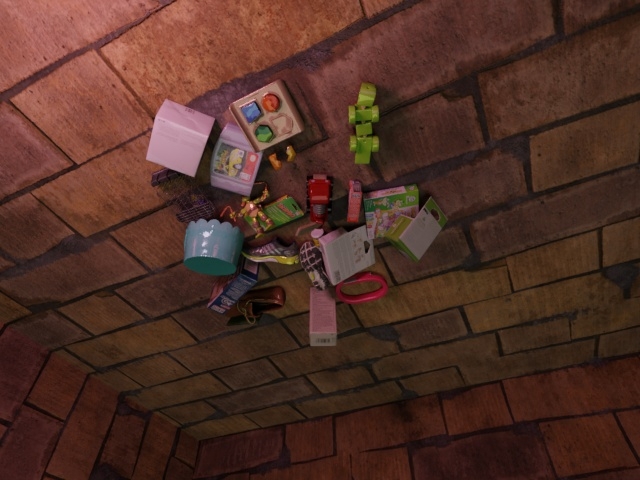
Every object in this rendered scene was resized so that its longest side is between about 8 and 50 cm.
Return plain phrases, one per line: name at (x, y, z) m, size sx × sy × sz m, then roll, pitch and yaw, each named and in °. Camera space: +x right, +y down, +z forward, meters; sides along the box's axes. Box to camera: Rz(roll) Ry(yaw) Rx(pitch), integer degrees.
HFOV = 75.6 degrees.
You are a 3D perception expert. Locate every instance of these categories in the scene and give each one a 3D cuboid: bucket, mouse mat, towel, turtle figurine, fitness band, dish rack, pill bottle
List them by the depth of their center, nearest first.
dish rack at (-0.599, -0.202, 1.826) m, size 0.209 × 0.074 × 0.271 m, roll -16°, pitch 128°, yaw 16°
turtle figurine at (-0.307, -0.121, 1.860) m, size 0.270 × 0.087 × 0.217 m, roll -33°, pitch 81°, yaw 13°
towel at (-0.561, -0.179, 1.897) m, size 0.060 × 0.009 × 0.083 m, roll 0°, pitch 133°, yaw -1°
bucket at (-0.502, 0.040, 1.929) m, size 0.282 × 0.183 × 0.281 m, roll 3°, pitch 154°, yaw 2°
pill bottle at (0.000, 0.000, 2.024) m, size 0.065 × 0.065 × 0.116 m, roll -13°, pitch 132°, yaw 12°
fitness band at (0.226, 0.264, 2.284) m, size 0.291 × 0.054 × 0.209 m, roll -12°, pitch 134°, yaw 13°
mouse mat at (-0.440, 0.457, 2.406) m, size 0.190 × 0.152 × 0.007 m, roll -4°, pitch 104°, yaw 5°

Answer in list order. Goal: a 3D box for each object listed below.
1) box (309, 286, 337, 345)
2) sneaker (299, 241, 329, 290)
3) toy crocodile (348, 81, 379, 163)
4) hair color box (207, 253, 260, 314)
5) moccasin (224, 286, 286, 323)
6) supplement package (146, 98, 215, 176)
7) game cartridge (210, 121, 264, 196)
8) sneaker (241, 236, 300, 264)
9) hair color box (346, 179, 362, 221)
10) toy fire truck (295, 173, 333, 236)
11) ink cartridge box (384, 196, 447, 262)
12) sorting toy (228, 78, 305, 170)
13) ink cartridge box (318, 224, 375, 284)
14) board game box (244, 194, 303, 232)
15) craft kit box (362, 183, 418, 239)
box at (0.013, 0.406, 2.235) m, size 0.148 × 0.311 × 0.121 m, roll 0°, pitch 133°, yaw 1°
sneaker at (-0.041, 0.128, 2.120) m, size 0.107 × 0.118 × 0.278 m, roll -21°, pitch 111°, yaw -6°
toy crocodile at (0.166, -0.440, 1.599) m, size 0.115 × 0.105 × 0.340 m, roll -3°, pitch 138°, yaw 3°
hair color box at (-0.454, 0.223, 2.161) m, size 0.105 × 0.173 × 0.347 m, roll 30°, pitch 126°, yaw -24°
moccasin at (-0.376, 0.375, 2.320) m, size 0.381 × 0.146 × 0.139 m, roll -10°, pitch 132°, yaw 10°
supplement package at (-0.541, -0.394, 1.599) m, size 0.194 × 0.149 × 0.203 m, roll 20°, pitch 130°, yaw -17°
game cartridge at (-0.349, -0.330, 1.706) m, size 0.196 × 0.060 × 0.294 m, roll 17°, pitch 124°, yaw -10°
sneaker at (-0.248, 0.039, 2.052) m, size 0.300 × 0.111 × 0.121 m, roll 4°, pitch 110°, yaw 1°
hair color box at (0.149, -0.174, 1.842) m, size 0.054 × 0.093 × 0.167 m, roll 3°, pitch 132°, yaw -3°
toy fire truck at (-0.025, -0.137, 1.771) m, size 0.159 × 0.246 × 0.217 m, roll 1°, pitch 133°, yaw -2°
ink cartridge box at (0.442, -0.058, 1.890) m, size 0.255 × 0.097 × 0.189 m, roll -52°, pitch 125°, yaw -7°
sorting toy at (-0.180, -0.429, 1.591) m, size 0.229 × 0.041 × 0.307 m, roll -24°, pitch 121°, yaw 10°
ink cartridge box at (0.140, 0.056, 2.068) m, size 0.261 × 0.066 × 0.296 m, roll -27°, pitch 134°, yaw -15°
board game box at (-0.217, -0.123, 1.931) m, size 0.260 × 0.039 × 0.124 m, roll -19°, pitch 130°, yaw 21°
craft kit box at (0.326, -0.127, 1.902) m, size 0.247 × 0.060 × 0.249 m, roll -12°, pitch 132°, yaw 2°
